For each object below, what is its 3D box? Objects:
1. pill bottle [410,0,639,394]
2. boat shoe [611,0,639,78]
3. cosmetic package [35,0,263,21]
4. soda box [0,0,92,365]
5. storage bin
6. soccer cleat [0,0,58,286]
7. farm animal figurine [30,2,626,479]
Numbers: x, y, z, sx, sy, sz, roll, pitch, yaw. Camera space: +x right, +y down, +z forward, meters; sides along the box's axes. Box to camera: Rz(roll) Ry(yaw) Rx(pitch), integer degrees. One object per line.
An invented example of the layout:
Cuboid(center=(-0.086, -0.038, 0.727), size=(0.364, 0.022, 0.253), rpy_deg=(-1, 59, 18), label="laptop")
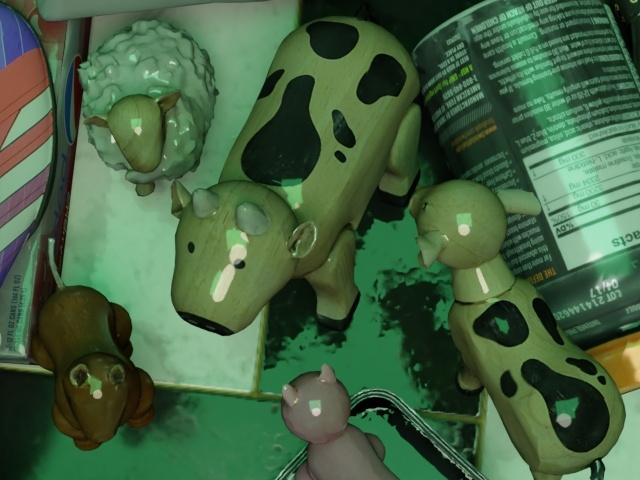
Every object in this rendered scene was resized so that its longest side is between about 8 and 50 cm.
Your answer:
Cuboid(center=(0.155, -0.026, 0.798), size=(0.131, 0.130, 0.245), rpy_deg=(-19, 82, -3), label="pill bottle")
Cuboid(center=(0.218, -0.160, 0.864), size=(0.042, 0.049, 0.133), rpy_deg=(1, 88, 28), label="boat shoe")
Cuboid(center=(-0.022, -0.375, 0.718), size=(0.330, 0.327, 0.393), rpy_deg=(-12, 81, -19), label="cosmetic package")
Cuboid(center=(-0.207, -0.055, 0.826), size=(0.092, 0.083, 0.263), rpy_deg=(6, 81, 0), label="soda box")
Cuboid(center=(0.015, 0.189, 0.789), size=(0.122, 0.084, 0.180), rpy_deg=(43, 84, 6), label="storage bin")
Cuboid(center=(-0.222, -0.002, 0.709), size=(0.109, 0.116, 0.318), rpy_deg=(12, 74, 3), label="soccer cleat")
Cuboid(center=(0.000, 0.000, 0.716), size=(0.330, 0.172, 0.326), rpy_deg=(4, 58, 6), label="farm animal figurine")
